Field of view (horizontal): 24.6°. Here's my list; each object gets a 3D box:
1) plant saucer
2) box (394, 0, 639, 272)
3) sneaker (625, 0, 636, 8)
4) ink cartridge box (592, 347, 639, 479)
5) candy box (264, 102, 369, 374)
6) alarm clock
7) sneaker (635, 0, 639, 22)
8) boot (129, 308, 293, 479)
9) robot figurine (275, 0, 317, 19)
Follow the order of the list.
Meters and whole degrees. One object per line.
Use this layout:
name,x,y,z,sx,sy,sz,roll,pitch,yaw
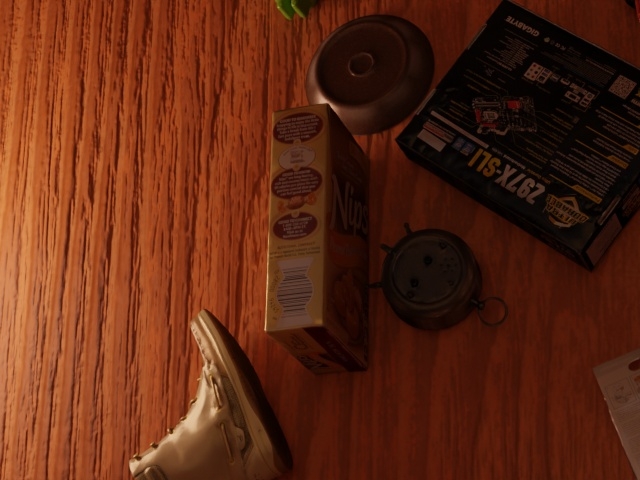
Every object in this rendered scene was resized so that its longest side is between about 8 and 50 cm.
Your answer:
plant saucer,0.065,-0.248,2.120,0.198,0.036,0.199,-9,65,19
box,0.301,-0.147,1.958,0.322,0.079,0.257,34,85,30
sneaker,0.512,-0.349,1.965,0.234,0.078,0.106,2,71,26
ink cartridge box,0.428,0.209,1.780,0.145,0.045,0.179,-25,51,11
candy box,0.000,0.000,1.951,0.087,0.183,0.317,-6,66,18
alarm clock,0.162,0.058,1.931,0.192,0.064,0.129,28,78,21
sneaker,0.475,-0.239,1.885,0.087,0.128,0.221,-33,90,7
boot,-0.173,0.240,1.971,0.203,0.095,0.262,-31,64,8
robot figurine,-0.033,-0.391,2.202,0.101,0.067,0.115,-4,66,29
